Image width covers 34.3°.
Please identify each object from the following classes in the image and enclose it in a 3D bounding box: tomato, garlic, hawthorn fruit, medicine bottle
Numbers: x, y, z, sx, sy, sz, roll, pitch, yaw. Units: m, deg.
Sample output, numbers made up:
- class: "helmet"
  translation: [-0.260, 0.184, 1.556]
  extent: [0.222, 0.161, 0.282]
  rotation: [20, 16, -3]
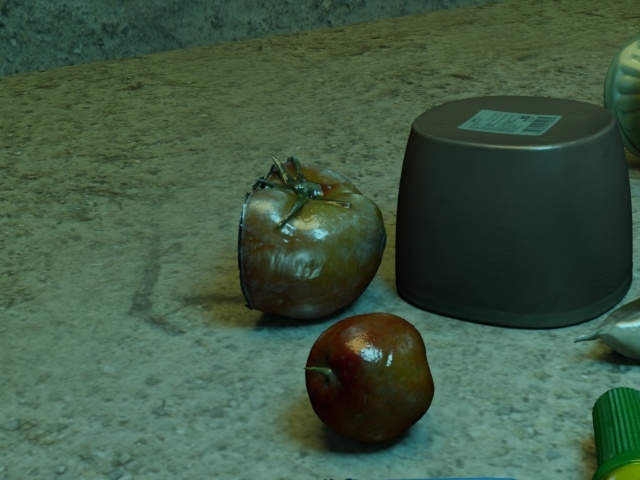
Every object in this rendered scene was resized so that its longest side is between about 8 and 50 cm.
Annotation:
- class: "tomato"
  translation: [0.000, 0.000, 1.247]
  extent: [0.155, 0.181, 0.214]
  rotation: [7, 27, 10]
- class: "garlic"
  translation: [0.347, 0.096, 1.101]
  extent: [0.084, 0.066, 0.152]
  rotation: [-22, 1, 44]
- class: "hawthorn fruit"
  translation: [0.037, 0.126, 0.980]
  extent: [0.140, 0.125, 0.125]
  rotation: [13, 18, -14]
- class: "medicine bottle"
  translation: [0.249, 0.212, 0.802]
  extent: [0.111, 0.076, 0.309]
  rotation: [1, 21, 9]

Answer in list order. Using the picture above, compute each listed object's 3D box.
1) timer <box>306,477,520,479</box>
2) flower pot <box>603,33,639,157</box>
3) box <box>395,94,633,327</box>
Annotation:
- class: "timer"
  translation: [-0.047, 0.204, 0.627]
  extent: [0.340, 0.115, 0.309]
  rotation: [0, -17, -12]
- class: "flower pot"
  translation: [0.595, -0.229, 1.580]
  extent: [0.307, 0.308, 0.244]
  rotation: [-13, 9, -22]
- class: "box"
  translation: [0.238, -0.048, 1.269]
  extent: [0.301, 0.216, 0.301]
  rotation: [-2, 23, 1]
